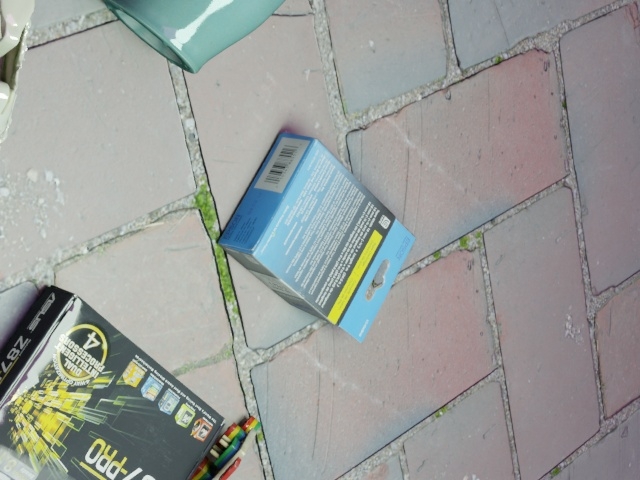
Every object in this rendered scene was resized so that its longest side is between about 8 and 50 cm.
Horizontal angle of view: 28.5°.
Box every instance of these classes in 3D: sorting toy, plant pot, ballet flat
[{"bbox_3d":[-0.178,0.378,2.149,0.046,0.274,0.132,42,100,-1],"label":"sorting toy"},{"bbox_3d":[-0.187,-0.408,1.931,0.255,0.271,0.271,-51,130,-5],"label":"plant pot"},{"bbox_3d":[-0.473,-0.258,1.762,0.147,0.147,0.409,12,90,-44],"label":"ballet flat"}]

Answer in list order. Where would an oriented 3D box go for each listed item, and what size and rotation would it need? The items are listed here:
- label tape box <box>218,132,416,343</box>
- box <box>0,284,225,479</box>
[{"bbox_3d":[0.000,0.000,2.274,0.333,0.106,0.241,43,70,-40],"label":"label tape box"},{"bbox_3d":[-0.369,0.309,1.992,0.318,0.097,0.395,-56,129,-17],"label":"box"}]
